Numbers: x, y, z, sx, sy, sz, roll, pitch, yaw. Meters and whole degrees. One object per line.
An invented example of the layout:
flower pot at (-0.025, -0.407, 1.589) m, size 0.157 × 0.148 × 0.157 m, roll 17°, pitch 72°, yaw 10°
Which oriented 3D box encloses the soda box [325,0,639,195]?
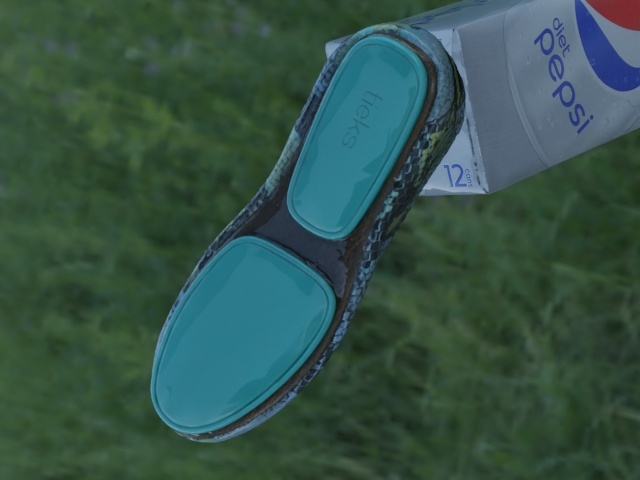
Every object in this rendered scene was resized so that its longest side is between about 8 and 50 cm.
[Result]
soda box at (0.138, -0.104, 1.013) m, size 0.098 × 0.286 × 0.091 m, roll -1°, pitch 106°, yaw 45°

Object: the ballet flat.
ballet flat at (0.000, 0.000, 0.694) m, size 0.188 × 0.070 × 0.070 m, roll -55°, pitch 24°, yaw 18°
